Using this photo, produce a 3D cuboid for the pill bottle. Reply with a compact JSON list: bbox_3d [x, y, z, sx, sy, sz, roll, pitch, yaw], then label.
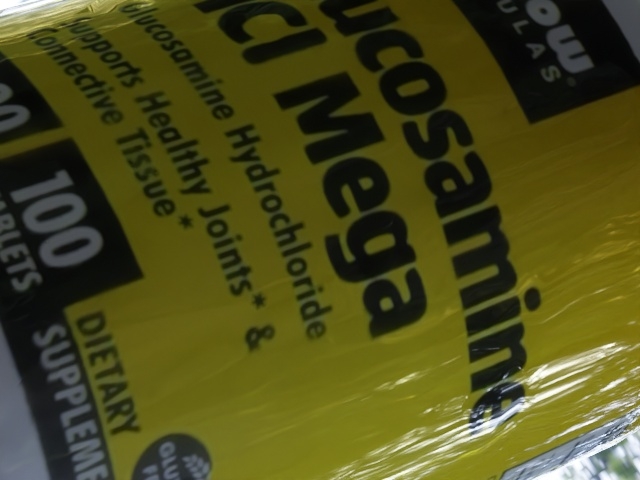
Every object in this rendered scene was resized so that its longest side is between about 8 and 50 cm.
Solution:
[{"bbox_3d":[0.000,0.000,0.594,0.334,0.188,0.188,-21,-128,-29],"label":"pill bottle"}]
